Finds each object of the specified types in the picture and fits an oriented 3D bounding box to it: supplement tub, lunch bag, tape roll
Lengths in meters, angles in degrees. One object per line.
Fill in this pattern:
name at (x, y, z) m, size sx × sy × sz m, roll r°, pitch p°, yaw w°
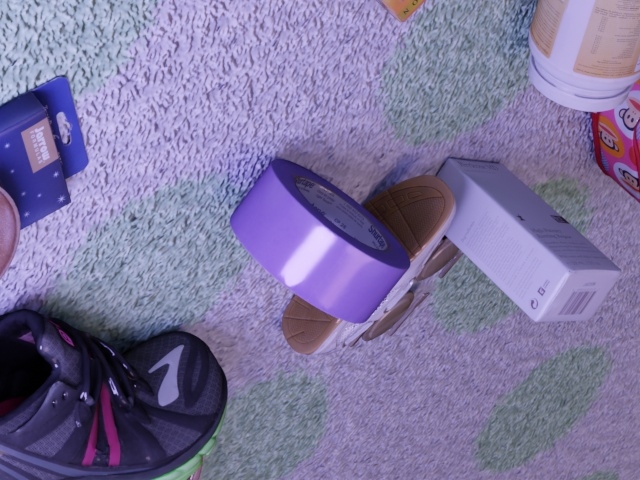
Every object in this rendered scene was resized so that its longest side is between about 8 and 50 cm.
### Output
supplement tub at (0.317, -0.261, 1.954) m, size 0.144 × 0.144 × 0.200 m, roll -20°, pitch 141°, yaw -31°
lunch bag at (0.485, -0.199, 2.222) m, size 0.293 × 0.120 × 0.258 m, roll -36°, pitch 146°, yaw -11°
tape roll at (0.000, 0.000, 1.872) m, size 0.080 × 0.189 × 0.189 m, roll -51°, pitch 146°, yaw 14°

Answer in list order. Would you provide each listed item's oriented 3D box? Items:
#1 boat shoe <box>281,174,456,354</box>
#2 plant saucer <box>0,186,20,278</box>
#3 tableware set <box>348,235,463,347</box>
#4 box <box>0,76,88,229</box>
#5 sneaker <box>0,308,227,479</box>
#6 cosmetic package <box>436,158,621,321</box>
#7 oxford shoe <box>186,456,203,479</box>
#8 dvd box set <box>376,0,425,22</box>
boat shoe at (0.070, 0.031, 2.073) m, size 0.277 × 0.098 × 0.096 m, roll -45°, pitch 149°, yaw 20°
plant saucer at (-0.370, 0.008, 1.567) m, size 0.198 × 0.036 × 0.199 m, roll -24°, pitch 142°, yaw -20°
tableware set at (0.109, 0.049, 2.177) m, size 0.194 × 0.039 × 0.128 m, roll -50°, pitch 162°, yaw 21°
box at (-0.316, -0.053, 1.620) m, size 0.225 × 0.036 × 0.136 m, roll -32°, pitch 145°, yaw -19°
sneaker at (-0.258, 0.166, 1.782) m, size 0.483 × 0.185 × 0.202 m, roll -17°, pitch 119°, yaw -54°
cosmetic package at (0.238, -0.002, 2.081) m, size 0.117 × 0.231 × 0.085 m, roll 2°, pitch 127°, yaw -48°
oxford shoe at (-0.292, 0.342, 1.955) m, size 0.397 × 0.140 × 0.146 m, roll -45°, pitch 157°, yaw -16°
dvd box set at (0.083, -0.418, 1.607) m, size 0.307 × 0.062 × 0.420 m, roll -46°, pitch 147°, yaw 4°
